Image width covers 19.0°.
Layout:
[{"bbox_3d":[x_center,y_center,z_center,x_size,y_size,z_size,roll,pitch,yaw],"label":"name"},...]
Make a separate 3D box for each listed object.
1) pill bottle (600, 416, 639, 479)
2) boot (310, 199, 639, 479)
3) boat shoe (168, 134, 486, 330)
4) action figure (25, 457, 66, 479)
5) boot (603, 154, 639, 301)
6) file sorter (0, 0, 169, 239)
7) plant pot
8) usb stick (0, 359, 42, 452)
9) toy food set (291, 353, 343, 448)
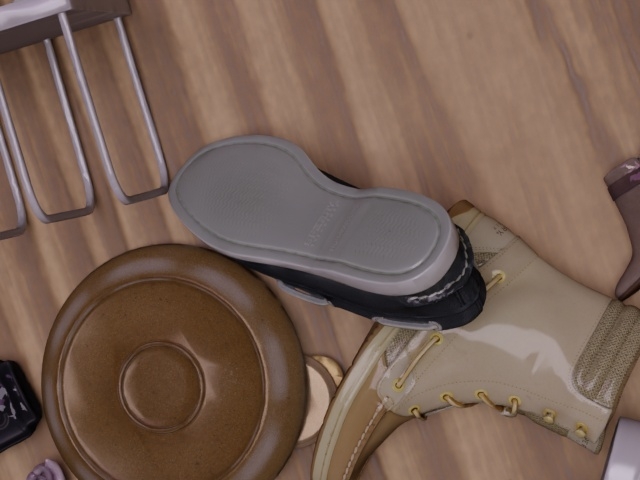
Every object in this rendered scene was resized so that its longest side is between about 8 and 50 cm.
[{"bbox_3d":[0.313,0.203,1.488,0.186,0.112,0.112,16,94,8],"label":"pill bottle"},{"bbox_3d":[0.128,0.127,1.525,0.203,0.095,0.262,31,91,8],"label":"boot"},{"bbox_3d":[0.000,0.000,1.501,0.302,0.091,0.114,26,72,44],"label":"boat shoe"},{"bbox_3d":[-0.272,0.322,1.518,0.370,0.248,0.276,8,94,11],"label":"action figure"},{"bbox_3d":[0.258,-0.020,1.530,0.118,0.042,0.087,-42,79,7],"label":"boot"},{"bbox_3d":[-0.285,-0.081,1.537,0.277,0.193,0.173,-15,93,9],"label":"file sorter"},{"bbox_3d":[-0.128,0.121,1.583,0.236,0.032,0.236,0,90,15],"label":"plant pot"},{"bbox_3d":[-0.368,0.190,1.631,0.278,0.045,0.077,-28,80,9],"label":"usb stick"},{"bbox_3d":[-0.025,0.131,1.586,0.082,0.020,0.083,11,94,9],"label":"toy food set"}]
